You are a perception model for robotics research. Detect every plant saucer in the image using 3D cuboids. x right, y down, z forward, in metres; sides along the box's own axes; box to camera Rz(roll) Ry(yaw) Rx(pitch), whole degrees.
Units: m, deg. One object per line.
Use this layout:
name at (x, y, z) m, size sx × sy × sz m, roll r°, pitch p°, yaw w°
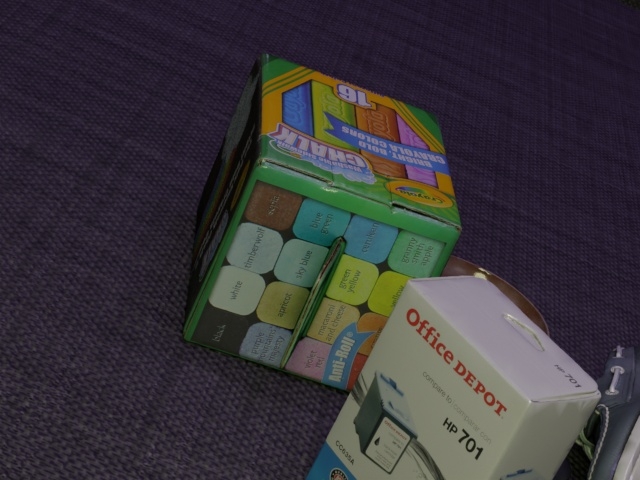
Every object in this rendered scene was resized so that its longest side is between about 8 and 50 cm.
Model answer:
plant saucer at (0.131, 0.067, 1.468) m, size 0.168 × 0.029 × 0.168 m, roll 19°, pitch 27°, yaw -10°

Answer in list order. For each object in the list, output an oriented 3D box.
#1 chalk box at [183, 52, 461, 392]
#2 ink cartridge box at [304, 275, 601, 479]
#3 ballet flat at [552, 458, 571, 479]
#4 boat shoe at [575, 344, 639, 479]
chalk box at (0.000, 0.000, 1.311) m, size 0.179 × 0.180 × 0.289 m, roll 18°, pitch 28°, yaw -12°
ink cartridge box at (0.087, 0.140, 1.103) m, size 0.082 × 0.191 × 0.139 m, roll -1°, pitch 35°, yaw -42°
ballet flat at (0.138, 0.121, 1.324) m, size 0.203 × 0.074 × 0.074 m, roll 39°, pitch 29°, yaw 27°
boat shoe at (0.261, 0.168, 1.336) m, size 0.099 × 0.116 × 0.319 m, roll -5°, pitch 19°, yaw 26°
